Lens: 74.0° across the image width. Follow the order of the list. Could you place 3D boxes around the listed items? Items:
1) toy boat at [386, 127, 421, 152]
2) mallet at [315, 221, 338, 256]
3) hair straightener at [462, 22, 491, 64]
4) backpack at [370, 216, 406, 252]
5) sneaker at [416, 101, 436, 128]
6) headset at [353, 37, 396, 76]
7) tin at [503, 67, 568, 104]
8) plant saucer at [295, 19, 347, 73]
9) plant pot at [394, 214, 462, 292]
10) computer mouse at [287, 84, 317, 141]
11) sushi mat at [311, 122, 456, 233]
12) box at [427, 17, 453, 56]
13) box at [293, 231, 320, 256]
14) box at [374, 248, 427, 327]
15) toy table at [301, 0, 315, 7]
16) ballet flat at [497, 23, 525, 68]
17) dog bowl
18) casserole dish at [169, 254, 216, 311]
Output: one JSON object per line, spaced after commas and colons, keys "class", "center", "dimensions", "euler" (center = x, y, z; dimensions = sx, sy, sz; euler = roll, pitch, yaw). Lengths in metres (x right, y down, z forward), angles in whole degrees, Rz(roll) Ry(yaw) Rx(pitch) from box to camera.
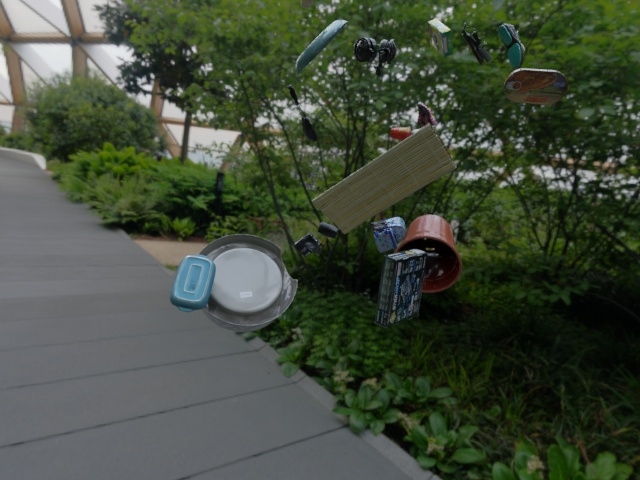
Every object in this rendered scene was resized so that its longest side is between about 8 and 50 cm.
{"class": "toy boat", "center": [0.338, -0.330, 1.768], "dimensions": [0.148, 0.318, 0.267], "euler": [13, -12, 19]}
{"class": "mallet", "center": [0.000, 0.000, 1.397], "dimensions": [0.062, 0.039, 0.189], "euler": [27, -32, -6]}
{"class": "hair straightener", "center": [0.760, -0.951, 2.040], "dimensions": [0.230, 0.047, 0.089], "euler": [44, -22, -27]}
{"class": "backpack", "center": [0.356, -0.033, 2.161], "dimensions": [0.173, 0.158, 0.116], "euler": [-17, 38, 5]}
{"class": "sneaker", "center": [0.357, -0.429, 1.479], "dimensions": [0.119, 0.057, 0.047], "euler": [41, 18, -44]}
{"class": "headset", "center": [0.317, -1.055, 2.430], "dimensions": [0.244, 0.185, 0.394], "euler": [1, 28, -5]}
{"class": "tin", "center": [0.699, -0.502, 1.386], "dimensions": [0.190, 0.106, 0.040], "euler": [9, 33, 11]}
{"class": "plant saucer", "center": [-0.008, -0.884, 1.922], "dimensions": [0.043, 0.317, 0.317], "euler": [46, -2, -15]}
{"class": "plant pot", "center": [0.457, 0.034, 1.805], "dimensions": [0.273, 0.272, 0.265], "euler": [10, 33, 12]}
{"class": "computer mouse", "center": [-0.079, -0.502, 1.701], "dimensions": [0.041, 0.242, 0.071], "euler": [-28, 21, -1]}
{"class": "sushi mat", "center": [0.146, -0.130, 0.976], "dimensions": [0.151, 0.317, 0.019], "euler": [40, 29, -39]}
{"class": "box", "center": [0.498, -0.857, 1.784], "dimensions": [0.043, 0.105, 0.179], "euler": [-20, 44, 6]}
{"class": "box", "center": [-0.049, 0.017, 1.601], "dimensions": [0.067, 0.083, 0.018], "euler": [47, 30, -14]}
{"class": "box", "center": [0.251, 0.145, 1.312], "dimensions": [0.051, 0.220, 0.175], "euler": [18, 19, 42]}
{"class": "toy table", "center": [-0.019, -0.931, 1.437], "dimensions": [0.161, 0.252, 0.274], "euler": [20, 34, 35]}
{"class": "ballet flat", "center": [0.798, -0.799, 1.740], "dimensions": [0.074, 0.203, 0.074], "euler": [-17, -12, -4]}
{"class": "dog bowl", "center": [-0.257, 0.146, 1.426], "dimensions": [0.349, 0.102, 0.348], "euler": [8, 52, -11]}
{"class": "casserole dish", "center": [-0.381, 0.120, 1.274], "dimensions": [0.114, 0.188, 0.037], "euler": [12, -29, -8]}
